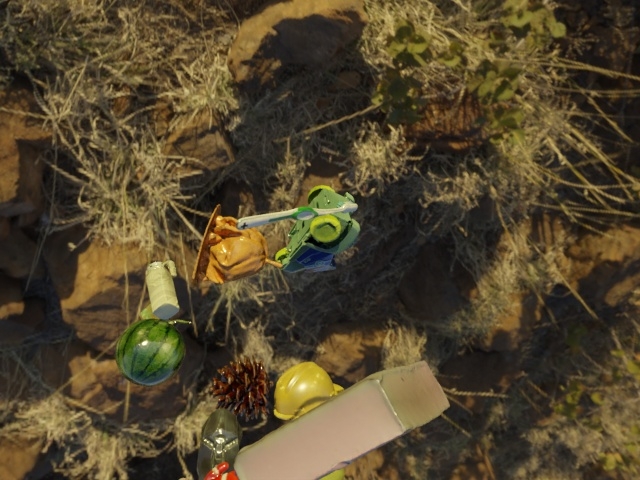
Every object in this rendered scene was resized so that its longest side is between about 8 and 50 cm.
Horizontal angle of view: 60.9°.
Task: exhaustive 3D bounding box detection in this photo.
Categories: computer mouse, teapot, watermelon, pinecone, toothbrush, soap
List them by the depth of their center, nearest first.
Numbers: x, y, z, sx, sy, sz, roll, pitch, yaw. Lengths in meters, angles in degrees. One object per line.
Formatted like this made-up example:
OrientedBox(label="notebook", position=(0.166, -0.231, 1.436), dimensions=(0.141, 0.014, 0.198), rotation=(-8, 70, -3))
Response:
OrientedBox(label="soap", position=(0.045, 0.318, 0.924), dimensions=(0.296, 0.107, 0.285), rotation=(-36, 158, 19))
OrientedBox(label="toothbrush", position=(-0.040, -0.053, 1.110), dimensions=(0.304, 0.030, 0.030), rotation=(-12, 138, -39))
OrientedBox(label="computer mouse", position=(-0.252, 0.519, 1.362), dimensions=(0.106, 0.192, 0.062), rotation=(5, 161, -5))
OrientedBox(label="watermelon", position=(-0.473, 0.303, 1.537), dimensions=(0.188, 0.214, 0.188), rotation=(13, 143, 10))
OrientedBox(label="pinecone", position=(-0.240, 0.457, 1.669), dimensions=(0.208, 0.207, 0.207), rotation=(-8, 132, -9))
OrientedBox(label="teapot", position=(-0.512, 0.149, 1.788), dimensions=(0.107, 0.200, 0.077), rotation=(-39, 137, 12))

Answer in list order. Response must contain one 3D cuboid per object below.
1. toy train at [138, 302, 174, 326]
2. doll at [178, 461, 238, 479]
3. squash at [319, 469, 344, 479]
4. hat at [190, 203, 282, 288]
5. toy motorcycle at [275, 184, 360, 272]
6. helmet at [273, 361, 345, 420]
OrientedBox(label="toy train", position=(-0.570, 0.302, 1.934), dimensions=(0.072, 0.188, 0.099), rotation=(-40, 138, -7))
OrientedBox(label="doll", position=(-0.268, 0.597, 1.248), dimensions=(0.245, 0.142, 0.076), rotation=(-20, 139, 4))
OrientedBox(label="squash", position=(-0.011, 0.652, 1.478), dimensions=(0.083, 0.083, 0.250), rotation=(-38, 149, 18))
OrientedBox(label="hat", position=(-0.224, 0.051, 1.587), dimensions=(0.233, 0.244, 0.233), rotation=(17, 147, -3))
OrientedBox(label="toy motorcycle", position=(0.000, 0.000, 1.777), dimensions=(0.200, 0.191, 0.326), rotation=(21, 125, -21))
OrientedBox(label="helmet", position=(-0.051, 0.481, 1.819), dimensions=(0.257, 0.205, 0.140), rotation=(-20, 104, -32))
